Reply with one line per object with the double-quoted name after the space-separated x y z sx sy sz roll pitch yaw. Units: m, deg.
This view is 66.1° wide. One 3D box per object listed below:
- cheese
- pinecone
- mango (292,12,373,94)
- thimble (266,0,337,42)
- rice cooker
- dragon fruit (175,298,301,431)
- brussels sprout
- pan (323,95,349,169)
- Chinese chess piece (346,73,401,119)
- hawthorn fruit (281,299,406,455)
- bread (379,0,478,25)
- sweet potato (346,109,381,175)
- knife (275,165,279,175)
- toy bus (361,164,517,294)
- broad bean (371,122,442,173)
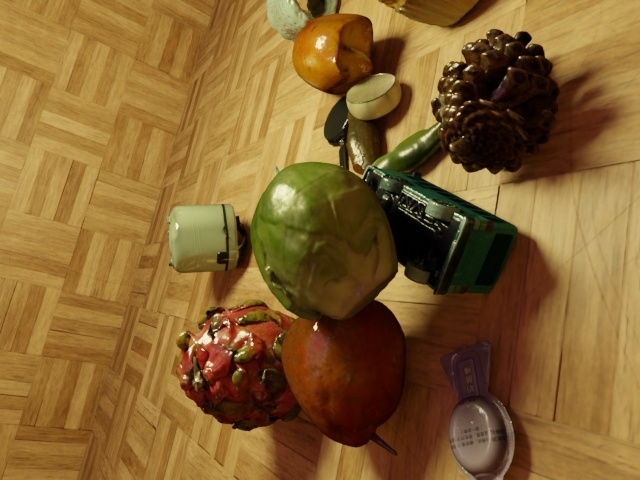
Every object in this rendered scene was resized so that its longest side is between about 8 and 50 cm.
0.214 0.239 0.675 0.105 0.042 0.190 -35 45 43 "cheese"
0.256 -0.215 0.731 0.186 0.169 0.212 -10 67 62 "pinecone"
0.035 -0.457 1.225 0.201 0.199 0.350 -40 19 -3 "mango"
-0.049 -0.714 1.483 0.149 0.185 0.210 -5 55 55 "thimble"
-0.352 -0.006 1.531 0.226 0.244 0.225 174 90 -76 "rice cooker"
-0.159 0.247 1.027 0.250 0.291 0.269 -64 30 22 "dragon fruit"
0.000 0.000 0.736 0.244 0.244 0.244 -34 47 46 "brussels sprout"
0.050 -0.264 1.225 0.136 0.028 0.235 -34 47 46 "pan"
0.117 -0.315 1.078 0.122 0.051 0.122 -17 40 15 "Chinese chess piece"
0.049 0.227 0.806 0.210 0.211 0.262 -43 52 39 "hawthorn fruit"
0.199 -0.583 1.014 0.236 0.183 0.388 -57 33 18 "bread"
0.090 -0.238 1.102 0.077 0.077 0.243 -41 44 40 "sweet potato"
-0.129 -0.201 1.501 0.014 0.005 0.091 -54 34 29 "knife"
0.168 -0.023 0.788 0.256 0.147 0.128 44 122 53 "toy bus"
0.194 -0.192 0.937 0.318 0.056 0.098 -45 33 29 "broad bean"
